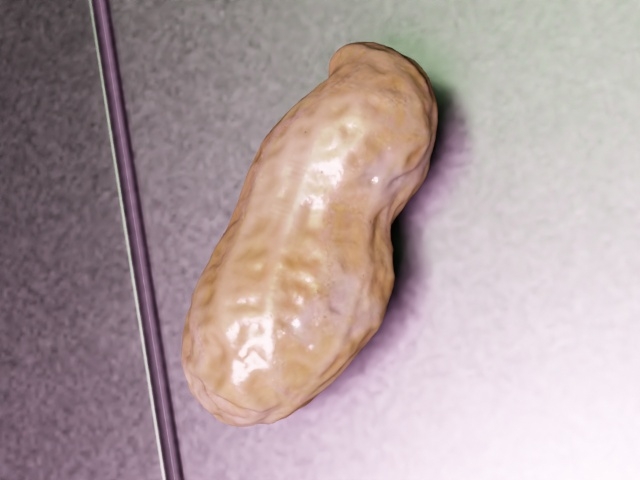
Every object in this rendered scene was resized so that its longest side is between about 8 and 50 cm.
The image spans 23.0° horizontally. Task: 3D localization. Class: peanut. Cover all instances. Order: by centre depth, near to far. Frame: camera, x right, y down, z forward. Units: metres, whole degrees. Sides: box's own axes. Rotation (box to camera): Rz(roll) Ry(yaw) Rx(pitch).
[{"bbox_3d":[0.000,0.000,0.669,0.080,0.080,0.174,24,89,23],"label":"peanut"}]
